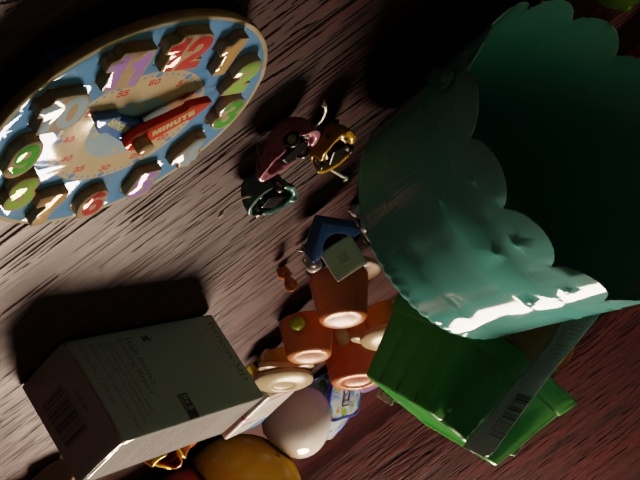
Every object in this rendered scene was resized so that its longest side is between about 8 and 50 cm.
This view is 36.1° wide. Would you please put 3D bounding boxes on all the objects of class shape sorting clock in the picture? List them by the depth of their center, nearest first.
[{"bbox_3d":[-0.121,-0.072,0.621,0.206,0.040,0.206,-33,163,-12],"label":"shape sorting clock"}]

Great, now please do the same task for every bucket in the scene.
[{"bbox_3d":[0.181,-0.051,0.866,0.281,0.281,0.183,-22,175,-40],"label":"bucket"}]

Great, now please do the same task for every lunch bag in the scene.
[{"bbox_3d":[0.009,0.298,1.806,0.151,0.096,0.128,-56,156,15],"label":"lunch bag"}]

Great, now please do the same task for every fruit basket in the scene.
[{"bbox_3d":[0.229,0.074,1.112,0.353,0.165,0.327,-46,-165,-11],"label":"fruit basket"}]

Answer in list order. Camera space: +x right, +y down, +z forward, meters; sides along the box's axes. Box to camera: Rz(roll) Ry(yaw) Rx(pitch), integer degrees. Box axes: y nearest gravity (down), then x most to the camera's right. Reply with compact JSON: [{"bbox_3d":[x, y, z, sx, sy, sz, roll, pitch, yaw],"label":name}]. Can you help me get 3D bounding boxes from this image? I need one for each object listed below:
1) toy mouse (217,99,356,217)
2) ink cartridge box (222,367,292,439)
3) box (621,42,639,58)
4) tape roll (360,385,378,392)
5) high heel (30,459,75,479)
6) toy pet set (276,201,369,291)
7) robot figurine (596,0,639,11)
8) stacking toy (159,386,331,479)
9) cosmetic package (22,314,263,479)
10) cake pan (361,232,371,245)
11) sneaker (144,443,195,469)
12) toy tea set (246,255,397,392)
[{"bbox_3d":[-0.034,-0.064,0.830,0.143,0.031,0.161,-31,163,-17],"label":"toy mouse"},{"bbox_3d":[-0.097,0.238,1.487,0.122,0.052,0.088,-45,162,31],"label":"ink cartridge box"},{"bbox_3d":[0.377,-0.100,1.332,0.142,0.154,0.300,-35,164,-26],"label":"box"},{"bbox_3d":[0.125,0.182,1.730,0.189,0.080,0.189,-33,162,-12],"label":"tape roll"},{"bbox_3d":[-0.393,0.369,1.207,0.244,0.082,0.117,-43,158,-26],"label":"high heel"},{"bbox_3d":[0.000,0.000,1.066,0.122,0.065,0.114,-33,-162,-1],"label":"toy pet set"},{"bbox_3d":[0.289,-0.254,0.897,0.115,0.067,0.101,-29,174,-24],"label":"robot figurine"},{"bbox_3d":[-0.145,0.451,1.659,0.480,0.350,0.350,-53,163,-2],"label":"stacking toy"},{"bbox_3d":[-0.172,0.154,0.999,0.085,0.117,0.231,-43,163,26],"label":"cosmetic package"},{"bbox_3d":[0.183,-0.069,1.212,0.293,0.054,0.293,-33,163,-12],"label":"cake pan"},{"bbox_3d":[-0.214,0.294,1.381,0.064,0.067,0.175,-40,165,8],"label":"sneaker"},{"bbox_3d":[0.027,0.101,1.329,0.199,0.124,0.336,4,151,-19],"label":"toy tea set"}]
